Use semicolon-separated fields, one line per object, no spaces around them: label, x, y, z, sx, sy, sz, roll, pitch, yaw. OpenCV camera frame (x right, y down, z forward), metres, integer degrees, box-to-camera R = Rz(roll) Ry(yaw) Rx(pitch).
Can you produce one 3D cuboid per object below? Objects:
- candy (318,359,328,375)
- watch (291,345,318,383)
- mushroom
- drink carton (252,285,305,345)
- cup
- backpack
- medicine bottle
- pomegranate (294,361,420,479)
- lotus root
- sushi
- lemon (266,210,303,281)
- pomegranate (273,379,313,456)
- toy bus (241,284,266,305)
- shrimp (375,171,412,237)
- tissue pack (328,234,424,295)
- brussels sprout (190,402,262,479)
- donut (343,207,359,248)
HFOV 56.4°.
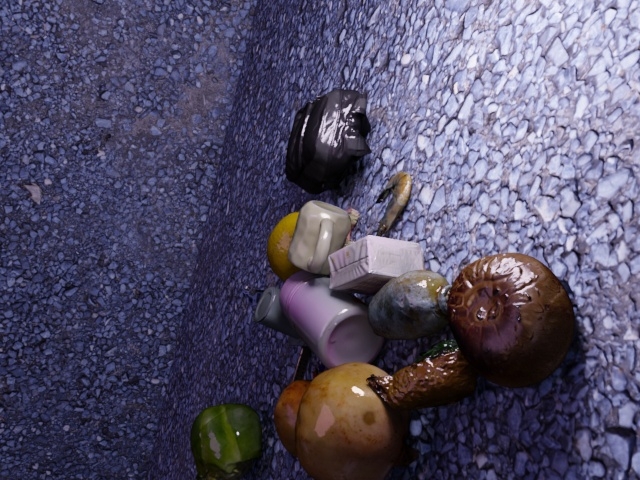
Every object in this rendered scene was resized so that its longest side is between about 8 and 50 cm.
candy;0.066;0.416;1.877;0.275;0.070;0.145;23;107;59
watch;-0.041;0.495;2.054;0.165;0.102;0.269;-15;58;54
mushroom;0.379;0.163;1.242;0.278;0.163;0.297;-64;31;26
drink carton;-0.120;0.257;2.149;0.191;0.189;0.186;-14;49;62
cup;-0.017;-0.008;1.885;0.255;0.173;0.202;-20;-50;-68
backpack;0.036;-0.346;2.041;0.445;0.254;0.364;172;109;-77
medicine bottle;0.021;0.239;1.864;0.388;0.219;0.219;32;109;62
pomegranate;0.099;0.490;1.538;0.338;0.338;0.338;-34;50;55
lotus root;0.222;0.175;1.549;0.349;0.175;0.175;-35;50;55
sushi;0.265;0.320;1.413;0.287;0.149;0.140;-26;60;27
lemon;-0.076;0.027;2.138;0.263;0.236;0.236;-57;30;6
pomegranate;-0.033;0.554;1.846;0.248;0.248;0.248;-34;50;55
toy bus;-0.240;0.232;2.452;0.073;0.167;0.076;16;98;64
shrimp;0.212;-0.112;1.822;0.217;0.051;0.150;-64;26;13
tissue pack;0.155;0.076;1.700;0.225;0.184;0.124;-30;57;58
brussels sprout;-0.371;0.811;2.386;0.315;0.275;0.371;62;142;34
donut;0.083;-0.024;2.019;0.117;0.065;0.166;-1;78;62
